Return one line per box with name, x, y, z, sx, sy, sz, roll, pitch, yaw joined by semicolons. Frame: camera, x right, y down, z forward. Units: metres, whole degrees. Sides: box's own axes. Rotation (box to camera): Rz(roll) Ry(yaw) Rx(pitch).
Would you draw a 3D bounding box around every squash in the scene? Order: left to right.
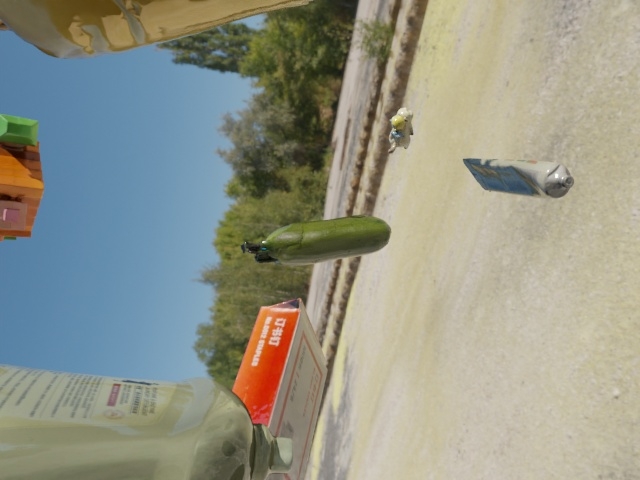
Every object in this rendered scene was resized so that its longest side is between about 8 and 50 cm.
squash;0.000;0.002;0.945;0.087;0.331;0.087;15;109;51

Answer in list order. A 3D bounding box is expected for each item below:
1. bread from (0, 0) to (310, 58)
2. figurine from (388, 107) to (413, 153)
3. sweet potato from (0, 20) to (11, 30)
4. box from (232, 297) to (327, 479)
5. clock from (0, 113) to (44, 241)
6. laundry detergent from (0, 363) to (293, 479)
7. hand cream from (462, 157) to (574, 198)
bread;-0.196;-0.368;0.453;0.250;0.393;0.362;82;176;-68
figurine;0.151;-0.211;0.979;0.050;0.047;0.083;-39;-41;-52
sweet potato;-0.597;-0.437;1.034;0.044;0.178;0.044;173;90;-75
box;-0.047;0.182;0.503;0.230;0.049;0.123;-74;-25;-45
clock;-0.583;-0.105;0.921;0.255;0.106;0.220;5;90;51
laundry detergent;-0.144;0.140;0.345;0.181;0.253;0.091;-168;86;-74
hand cream;0.225;-0.073;0.589;0.037;0.057;0.165;-44;20;-6
